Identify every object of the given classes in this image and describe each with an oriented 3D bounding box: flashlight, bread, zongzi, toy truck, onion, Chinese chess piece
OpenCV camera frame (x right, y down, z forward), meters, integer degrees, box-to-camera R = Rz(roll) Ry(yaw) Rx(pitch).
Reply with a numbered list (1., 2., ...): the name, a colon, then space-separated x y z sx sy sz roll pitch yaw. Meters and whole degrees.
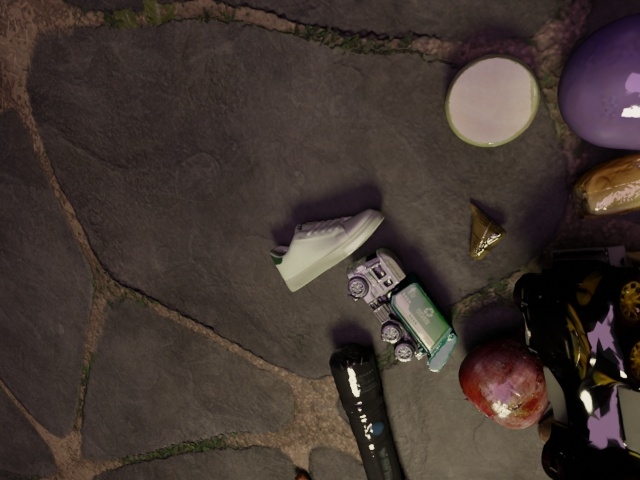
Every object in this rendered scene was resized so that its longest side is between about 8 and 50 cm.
1. flashlight: 0.116 0.436 0.917 0.103 0.103 0.424 -10 103 23
2. bread: 0.446 -0.079 0.623 0.106 0.125 0.082 -10 83 24
3. zongzi: 0.280 -0.015 0.748 0.083 0.040 0.076 44 123 16
4. toy truck: 0.458 0.205 0.619 0.254 0.180 0.405 -8 89 -18
5. onion: 0.346 0.233 0.745 0.159 0.159 0.195 30 94 9
6. toy truck: 0.159 0.133 0.800 0.124 0.114 0.253 -35 93 12
7. Chinese chess piece: 0.277 -0.226 0.669 0.144 0.058 0.144 6 110 17

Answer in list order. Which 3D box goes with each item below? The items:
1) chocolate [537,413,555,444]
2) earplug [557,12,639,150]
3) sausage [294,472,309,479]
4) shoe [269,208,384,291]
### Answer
1. chocolate: 0.572 0.428 0.751 0.303 0.100 0.185 43 113 0
2. earplug: 0.551 -0.196 0.505 0.455 0.215 0.215 7 109 22
3. sausage: -0.007 0.682 1.072 0.047 0.040 0.177 -38 92 -19
4. shoe: 0.000 0.000 0.823 0.265 0.095 0.110 -40 90 28
